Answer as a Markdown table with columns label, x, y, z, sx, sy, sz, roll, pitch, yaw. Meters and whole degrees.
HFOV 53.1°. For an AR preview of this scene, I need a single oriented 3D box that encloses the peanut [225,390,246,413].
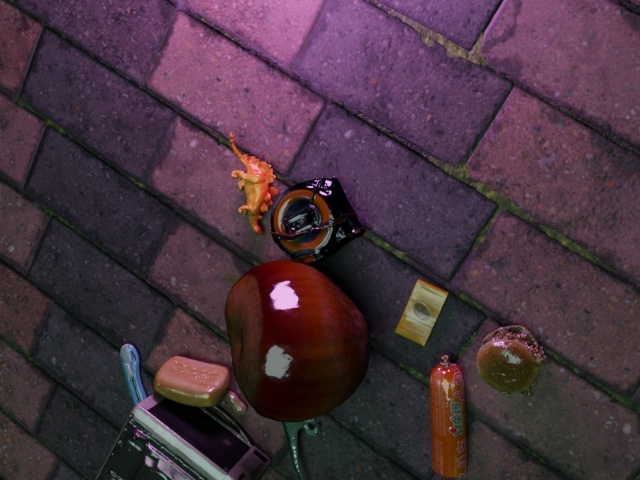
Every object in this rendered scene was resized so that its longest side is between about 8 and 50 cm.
| label | x | y | z | sx | sy | sz | roll | pitch | yaw |
| --- | --- | --- | --- | --- | --- | --- | --- | --- | --- |
| peanut | -0.248 | 0.472 | 1.873 | 0.037 | 0.037 | 0.083 | -39 | 82 | 22 |

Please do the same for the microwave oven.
| label | x | y | z | sx | sy | sz | roll | pitch | yaw |
| --- | --- | --- | --- | --- | --- | --- | --- | --- | --- |
| microwave oven | -0.397 | 0.662 | 1.851 | 0.394 | 0.247 | 0.333 | 34 | 109 | 10 |

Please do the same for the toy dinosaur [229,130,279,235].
| label | x | y | z | sx | sy | sz | roll | pitch | yaw |
| --- | --- | --- | --- | --- | --- | --- | --- | --- | --- |
| toy dinosaur | -0.171 | -0.153 | 1.706 | 0.117 | 0.070 | 0.288 | -6 | 103 | 10 |

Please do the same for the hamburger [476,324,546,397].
| label | x | y | z | sx | sy | sz | roll | pitch | yaw |
| --- | --- | --- | --- | --- | --- | --- | --- | --- | --- |
| hamburger | 0.458 | 0.298 | 1.536 | 0.159 | 0.131 | 0.185 | -33 | 92 | 26 |

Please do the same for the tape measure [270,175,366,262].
| label | x | y | z | sx | sy | sz | roll | pitch | yaw |
| --- | --- | --- | --- | --- | --- | --- | --- | --- | --- |
| tape measure | -0.019 | -0.050 | 1.617 | 0.223 | 0.135 | 0.202 | -30 | 79 | 18 |

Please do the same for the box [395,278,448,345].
| label | x | y | z | sx | sy | sz | roll | pitch | yaw |
| --- | --- | --- | --- | --- | --- | --- | --- | --- | --- |
| box | 0.258 | 0.185 | 1.643 | 0.087 | 0.023 | 0.155 | 26 | 108 | 16 |

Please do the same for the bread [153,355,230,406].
| label | x | y | z | sx | sy | sz | roll | pitch | yaw |
| --- | --- | --- | --- | --- | --- | --- | --- | --- | --- |
| bread | -0.368 | 0.414 | 1.849 | 0.217 | 0.147 | 0.098 | 13 | 127 | 17 |

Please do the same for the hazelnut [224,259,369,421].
| label | x | y | z | sx | sy | sz | roll | pitch | yaw |
| --- | --- | --- | --- | --- | --- | --- | --- | --- | --- |
| hazelnut | -0.064 | 0.246 | 1.577 | 0.359 | 0.409 | 0.359 | -6 | 133 | -6 |

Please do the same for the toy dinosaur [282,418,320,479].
| label | x | y | z | sx | sy | sz | roll | pitch | yaw |
| --- | --- | --- | --- | --- | --- | --- | --- | --- | --- |
| toy dinosaur | -0.045 | 0.533 | 1.790 | 0.129 | 0.076 | 0.383 | -13 | 89 | 31 |

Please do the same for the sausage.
| label | x | y | z | sx | sy | sz | roll | pitch | yaw |
| --- | --- | --- | --- | --- | --- | --- | --- | --- | --- |
| sausage | 0.327 | 0.442 | 1.632 | 0.093 | 0.093 | 0.312 | 0 | 101 | 20 |

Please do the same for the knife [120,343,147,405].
| label | x | y | z | sx | sy | sz | roll | pitch | yaw |
| --- | --- | --- | --- | --- | --- | --- | --- | --- | --- |
| knife | -0.575 | 0.426 | 1.981 | 0.064 | 0.031 | 0.222 | -10 | 97 | 17 |
